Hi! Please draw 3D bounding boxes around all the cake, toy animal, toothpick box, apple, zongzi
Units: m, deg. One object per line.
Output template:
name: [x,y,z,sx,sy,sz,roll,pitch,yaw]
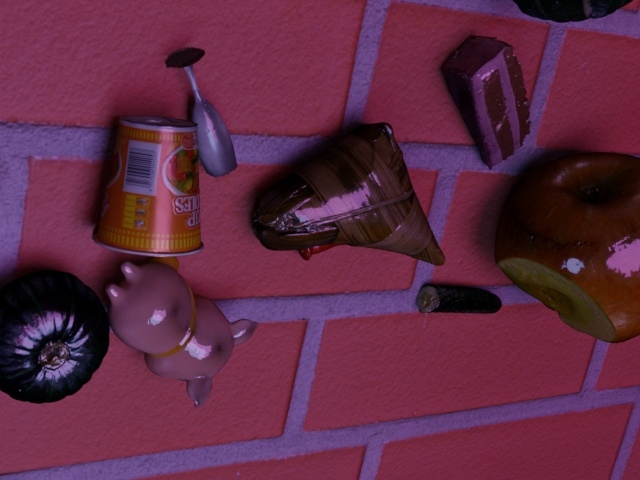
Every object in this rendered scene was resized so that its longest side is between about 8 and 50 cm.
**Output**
cake: [0.303,-0.250,1.929,0.116,0.113,0.295,-39,140,-7]
toy animal: [-0.236,0.123,1.673,0.248,0.149,0.165,42,82,-32]
toothpick box: [0.000,0.000,1.843,0.083,0.047,0.047,-22,123,-25]
apple: [0.523,0.020,2.064,0.383,0.374,0.374,-10,121,2]
zongzi: [0.055,-0.014,1.791,0.286,0.134,0.288,-34,111,-13]

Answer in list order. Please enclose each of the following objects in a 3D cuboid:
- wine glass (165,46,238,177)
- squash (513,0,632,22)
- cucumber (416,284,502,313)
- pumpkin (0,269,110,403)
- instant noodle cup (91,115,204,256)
wine glass: [-0.177,-0.190,1.621,0.066,0.066,0.198,-30,128,-20]
squash: [0.427,-0.467,1.788,0.252,0.252,0.165,-33,118,-18]
cucumber: [0.282,0.120,2.098,0.214,0.052,0.058,6,128,-38]
pumpkin: [-0.402,0.142,1.565,0.202,0.140,0.202,-13,115,-29]
instant noodle cup: [-0.245,-0.085,1.572,0.168,0.168,0.185,-1,104,-35]
